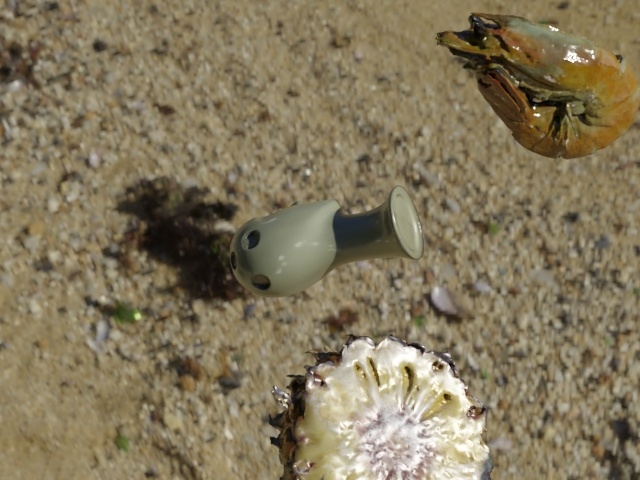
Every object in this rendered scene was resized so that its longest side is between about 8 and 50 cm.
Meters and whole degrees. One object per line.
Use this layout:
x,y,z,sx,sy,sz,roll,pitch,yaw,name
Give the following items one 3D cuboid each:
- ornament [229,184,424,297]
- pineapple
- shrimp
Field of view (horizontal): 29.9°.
0.000,0.000,0.992,0.156,0.075,0.081,-13,67,20,ornament
0.033,0.164,0.902,0.176,0.137,0.161,44,61,2,pineapple
0.197,-0.140,1.090,0.217,0.115,0.051,20,15,-21,shrimp
